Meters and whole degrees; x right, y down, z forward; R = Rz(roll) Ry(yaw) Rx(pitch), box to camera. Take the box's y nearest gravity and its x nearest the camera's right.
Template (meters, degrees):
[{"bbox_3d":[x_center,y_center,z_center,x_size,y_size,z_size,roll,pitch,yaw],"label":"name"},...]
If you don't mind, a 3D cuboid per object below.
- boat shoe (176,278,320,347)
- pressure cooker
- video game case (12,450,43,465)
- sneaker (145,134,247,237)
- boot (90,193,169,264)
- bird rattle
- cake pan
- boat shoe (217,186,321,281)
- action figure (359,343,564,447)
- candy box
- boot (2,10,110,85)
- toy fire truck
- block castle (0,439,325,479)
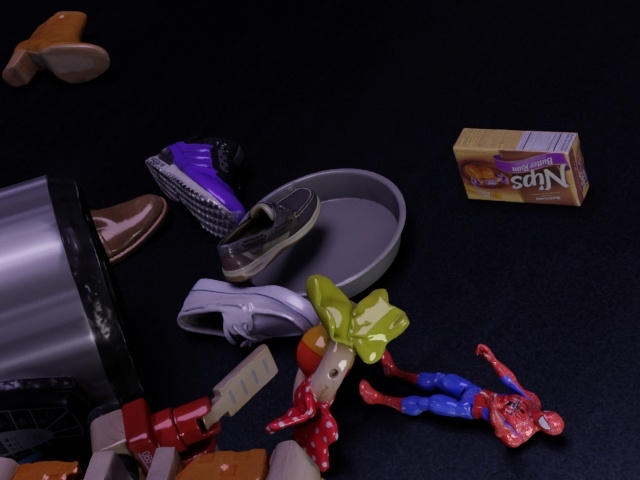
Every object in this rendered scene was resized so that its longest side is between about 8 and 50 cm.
[{"bbox_3d":[-0.108,0.121,1.733,0.258,0.095,0.084,2,48,43],"label":"boat shoe"},{"bbox_3d":[-0.494,0.128,1.658,0.420,0.370,0.375,-17,12,-9],"label":"pressure cooker"},{"bbox_3d":[-0.508,0.324,1.697,0.166,0.015,0.119,0,11,27],"label":"video game case"},{"bbox_3d":[-0.185,-0.115,2.019,0.146,0.102,0.293,-36,40,-16],"label":"sneaker"},{"bbox_3d":[-0.411,-0.015,2.008,0.305,0.115,0.112,-26,37,-6],"label":"boot"},{"bbox_3d":[0.015,0.171,1.564,0.143,0.254,0.207,17,8,-6],"label":"bird rattle"},{"bbox_3d":[0.000,0.000,1.834,0.293,0.054,0.293,-14,40,12],"label":"cake pan"},{"bbox_3d":[-0.078,-0.025,1.785,0.080,0.073,0.223,9,41,38],"label":"boat shoe"},{"bbox_3d":[0.175,0.183,1.480,0.280,0.139,0.091,13,52,33],"label":"action figure"},{"bbox_3d":[0.307,-0.112,1.768,0.186,0.109,0.053,7,48,31],"label":"candy box"},{"bbox_3d":[-0.559,-0.444,2.578,0.295,0.104,0.211,-5,42,27],"label":"boot"},{"bbox_3d":[-0.151,0.262,1.479,0.246,0.217,0.158,-22,38,1],"label":"toy fire truck"},{"bbox_3d":[-0.177,0.395,1.273,0.453,0.303,0.213,-7,42,21],"label":"block castle"}]
